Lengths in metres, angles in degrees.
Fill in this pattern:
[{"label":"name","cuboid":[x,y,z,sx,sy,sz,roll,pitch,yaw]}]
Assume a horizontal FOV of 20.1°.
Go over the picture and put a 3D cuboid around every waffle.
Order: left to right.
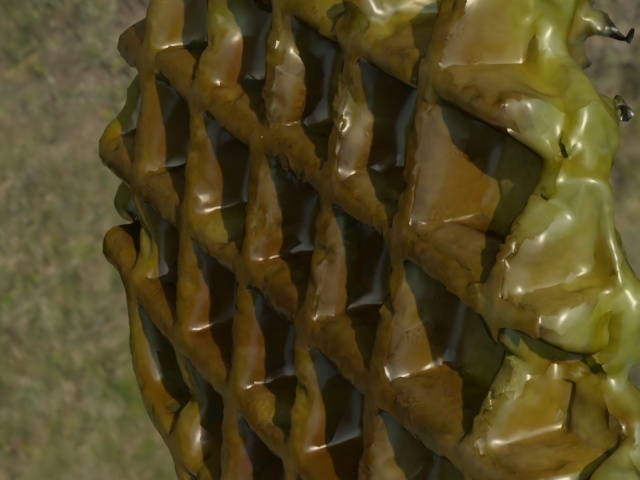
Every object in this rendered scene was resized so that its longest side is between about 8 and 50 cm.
[{"label":"waffle","cuboid":[0.004,0.007,0.570,0.058,0.300,0.281,-5,137,-30]}]
